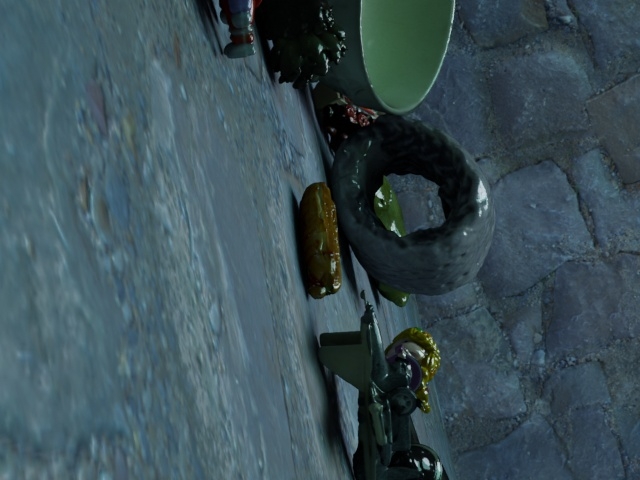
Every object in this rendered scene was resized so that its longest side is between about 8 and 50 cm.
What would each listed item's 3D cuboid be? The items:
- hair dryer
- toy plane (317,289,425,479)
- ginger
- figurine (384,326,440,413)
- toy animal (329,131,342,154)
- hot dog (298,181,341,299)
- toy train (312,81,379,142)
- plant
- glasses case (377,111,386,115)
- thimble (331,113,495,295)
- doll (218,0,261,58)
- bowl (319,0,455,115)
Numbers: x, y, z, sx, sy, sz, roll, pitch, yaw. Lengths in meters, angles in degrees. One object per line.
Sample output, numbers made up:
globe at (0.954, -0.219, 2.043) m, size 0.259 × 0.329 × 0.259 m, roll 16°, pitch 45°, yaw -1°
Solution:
hair dryer at (0.103, 0.247, 1.417) m, size 0.195 × 0.078 × 0.248 m, roll 67°, pitch 2°, yaw -51°
toy plane at (0.065, 0.186, 1.065) m, size 0.192 × 0.088 × 0.262 m, roll -86°, pitch 161°, yaw -72°
ginger at (0.108, -0.006, 1.804) m, size 0.290 × 0.089 × 0.137 m, roll 69°, pitch -9°, yaw -28°
figurine at (0.145, 0.199, 1.650) m, size 0.115 × 0.095 × 0.156 m, roll 64°, pitch 12°, yaw -6°
toy animal at (0.030, -0.192, 1.678) m, size 0.065 × 0.047 × 0.135 m, roll 41°, pitch 41°, yaw -65°
hot dog at (-0.002, 0.001, 1.096) m, size 0.062 × 0.038 × 0.144 m, roll 73°, pitch 9°, yaw -46°
toy train at (0.046, -0.192, 1.614) m, size 0.138 × 0.050 × 0.087 m, roll 20°, pitch 54°, yaw -51°
plant at (-0.025, -0.240, 1.179) m, size 0.094 × 0.092 × 0.143 m, roll -108°, pitch 177°, yaw -75°
glasses case at (0.055, -0.207, 1.775) m, size 0.102 × 0.070 × 0.193 m, roll 51°, pitch -10°, yaw 1°
thimble at (0.131, -0.053, 1.524) m, size 0.245 × 0.217 × 0.157 m, roll 57°, pitch -3°, yaw 24°
doll at (-0.074, -0.263, 0.860) m, size 0.102 × 0.075 × 0.227 m, roll -127°, pitch -150°, yaw -71°
bowl at (0.062, -0.334, 1.468) m, size 0.307 × 0.163 × 0.307 m, roll -37°, pitch 134°, yaw -51°
